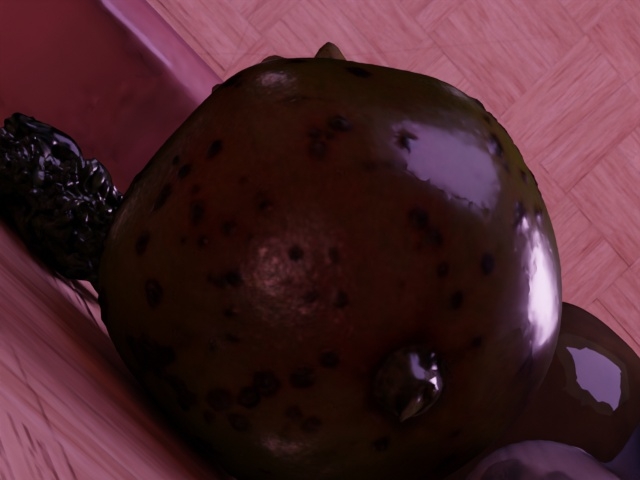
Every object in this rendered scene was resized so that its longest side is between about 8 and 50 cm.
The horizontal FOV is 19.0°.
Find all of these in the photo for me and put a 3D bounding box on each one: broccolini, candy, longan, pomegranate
[{"bbox_3d":[-0.039,0.035,0.761,0.254,0.057,0.071,42,46,-35],"label":"broccolini"},{"bbox_3d":[-0.124,-0.089,0.928,0.255,0.094,0.255,46,2,-2],"label":"candy"},{"bbox_3d":[0.133,0.138,1.179,0.204,0.159,0.185,-66,146,-49],"label":"longan"},{"bbox_3d":[0.000,0.000,0.669,0.159,0.159,0.205,46,17,-33],"label":"pomegranate"}]

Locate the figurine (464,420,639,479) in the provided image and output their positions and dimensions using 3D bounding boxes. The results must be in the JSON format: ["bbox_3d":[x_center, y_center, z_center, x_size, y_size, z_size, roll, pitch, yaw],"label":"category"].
[{"bbox_3d":[0.105,0.142,0.616,0.184,0.128,0.208,49,7,-46],"label":"figurine"}]
